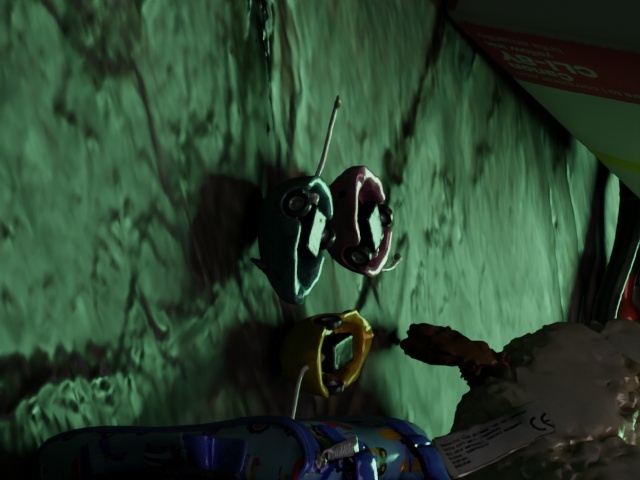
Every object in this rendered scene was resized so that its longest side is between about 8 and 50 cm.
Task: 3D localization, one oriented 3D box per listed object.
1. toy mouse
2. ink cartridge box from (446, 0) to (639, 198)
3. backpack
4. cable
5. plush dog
[{"bbox_3d":[0.000,0.000,0.864,0.161,0.031,0.143,-36,125,-59],"label":"toy mouse"},{"bbox_3d":[0.270,-0.179,1.169,0.385,0.160,0.279,33,74,-54],"label":"ink cartridge box"},{"bbox_3d":[-0.049,0.123,0.646,0.173,0.158,0.116,5,80,-53],"label":"backpack"},{"bbox_3d":[0.231,-0.003,1.362,0.139,0.072,0.287,-2,82,-48],"label":"cable"},{"bbox_3d":[0.130,0.163,1.029,0.262,0.211,0.225,-60,163,-50],"label":"plush dog"}]
